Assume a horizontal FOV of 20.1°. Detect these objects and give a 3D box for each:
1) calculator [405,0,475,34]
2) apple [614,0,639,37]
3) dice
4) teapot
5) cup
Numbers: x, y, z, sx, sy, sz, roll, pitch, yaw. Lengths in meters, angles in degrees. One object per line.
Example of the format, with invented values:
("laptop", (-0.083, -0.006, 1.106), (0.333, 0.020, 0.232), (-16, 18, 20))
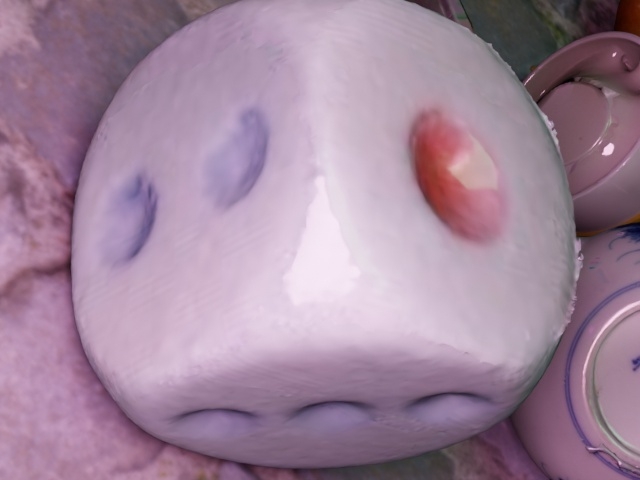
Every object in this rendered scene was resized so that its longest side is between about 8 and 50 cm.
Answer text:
("calculator", (0.034, -0.267, 1.617), (0.220, 0.048, 0.329), (-4, 70, -46))
("apple", (0.486, -0.185, 1.854), (0.365, 0.329, 0.295), (6, 84, -23))
("dice", (0.000, 0.000, 1.266), (0.268, 0.262, 0.264), (19, 56, -42))
("teapot", (0.283, 0.111, 1.549), (0.424, 0.252, 0.280), (43, 2, 2))
("cup", (0.283, -0.079, 1.700), (0.226, 0.185, 0.241), (37, 16, -35))
